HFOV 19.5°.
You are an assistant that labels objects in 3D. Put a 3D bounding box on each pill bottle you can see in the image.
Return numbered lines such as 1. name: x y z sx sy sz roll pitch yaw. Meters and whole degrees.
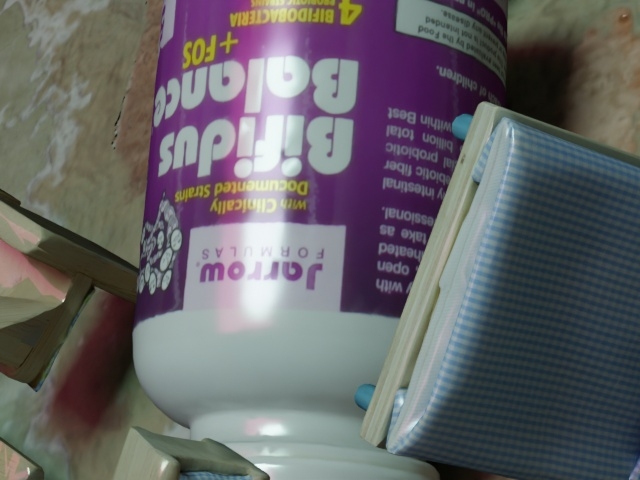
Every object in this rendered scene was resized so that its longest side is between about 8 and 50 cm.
1. pill bottle: 0.000 0.000 0.872 0.169 0.169 0.301 -13 68 44

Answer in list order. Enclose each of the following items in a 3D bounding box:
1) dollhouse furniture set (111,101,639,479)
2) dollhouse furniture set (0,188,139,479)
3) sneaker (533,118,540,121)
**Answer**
1. dollhouse furniture set: 0.093 0.090 0.620 0.198 0.286 0.303 26 97 53
2. dollhouse furniture set: -0.316 0.107 1.194 0.394 0.256 0.362 30 89 32
3. sneaker: 0.098 -0.017 0.911 0.035 0.031 0.083 -37 39 60
